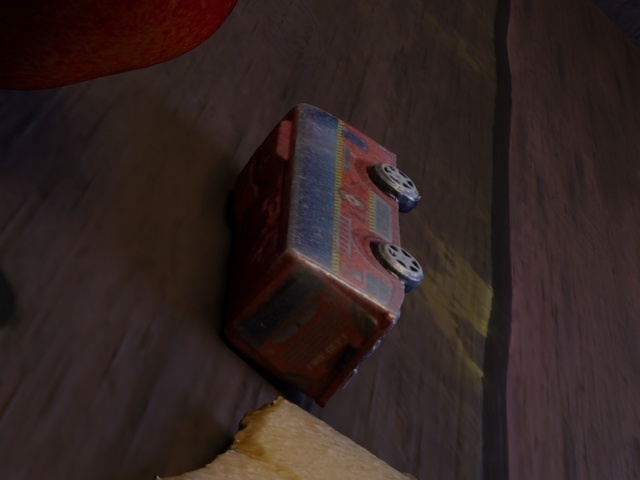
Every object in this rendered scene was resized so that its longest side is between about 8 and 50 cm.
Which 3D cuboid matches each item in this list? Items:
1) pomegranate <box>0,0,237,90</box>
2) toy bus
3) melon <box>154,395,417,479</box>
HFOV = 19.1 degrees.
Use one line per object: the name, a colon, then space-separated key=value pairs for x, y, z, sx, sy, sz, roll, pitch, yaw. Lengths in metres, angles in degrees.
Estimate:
pomegranate: x=-0.107 y=-0.161 z=0.752 sx=0.210 sy=0.210 sz=0.235 roll=47 pitch=1 yaw=0
toy bus: x=0.000 y=0.000 z=0.861 sx=0.077 sy=0.065 sz=0.192 roll=34 pitch=20 yaw=-14
melon: x=-0.012 y=0.103 z=0.636 sx=0.098 sy=0.054 sz=0.182 roll=43 pitch=17 yaw=8
